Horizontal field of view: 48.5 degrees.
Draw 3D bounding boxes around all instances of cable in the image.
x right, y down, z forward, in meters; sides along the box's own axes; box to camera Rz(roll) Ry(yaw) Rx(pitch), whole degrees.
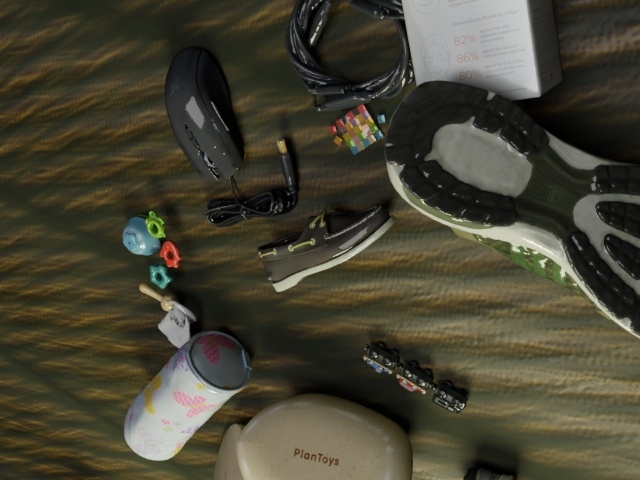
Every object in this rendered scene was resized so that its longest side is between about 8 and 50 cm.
[{"bbox_3d":[0.043,-0.237,0.841,0.184,0.047,0.151,-8,100,38],"label":"cable"}]

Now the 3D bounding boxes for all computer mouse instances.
[{"bbox_3d":[-0.131,-0.139,0.979,0.184,0.060,0.262,-2,108,35],"label":"computer mouse"}]

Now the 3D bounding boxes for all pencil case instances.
[{"bbox_3d":[-0.222,0.260,1.170,0.124,0.114,0.273,21,131,-25],"label":"pencil case"}]

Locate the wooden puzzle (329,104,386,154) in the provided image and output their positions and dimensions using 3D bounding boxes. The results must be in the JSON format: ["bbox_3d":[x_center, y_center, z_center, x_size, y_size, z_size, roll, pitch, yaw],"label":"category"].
[{"bbox_3d":[0.048,-0.140,0.895,0.083,0.006,0.049,-30,92,38],"label":"wooden puzzle"}]

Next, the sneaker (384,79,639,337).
[{"bbox_3d":[0.247,-0.022,0.754,0.410,0.182,0.158,32,86,-1],"label":"sneaker"}]

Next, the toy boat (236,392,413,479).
[{"bbox_3d":[-0.015,0.384,1.021,0.267,0.148,0.318,12,73,24],"label":"toy boat"}]

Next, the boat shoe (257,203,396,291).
[{"bbox_3d":[0.000,0.000,0.938,0.227,0.081,0.069,-29,96,40],"label":"boat shoe"}]

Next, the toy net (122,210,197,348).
[{"bbox_3d":[-0.243,0.064,1.151,0.122,0.045,0.232,-16,102,35],"label":"toy net"}]

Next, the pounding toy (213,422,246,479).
[{"bbox_3d":[-0.108,0.425,1.160,0.183,0.110,0.237,163,118,-69],"label":"pounding toy"}]

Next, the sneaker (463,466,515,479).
[{"bbox_3d":[0.210,0.379,0.974,0.074,0.063,0.170,22,115,24],"label":"sneaker"}]

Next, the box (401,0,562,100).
[{"bbox_3d":[0.164,-0.230,0.728,0.130,0.091,0.171,-1,109,34],"label":"box"}]

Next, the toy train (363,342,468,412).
[{"bbox_3d":[0.126,0.188,0.971,0.158,0.027,0.036,28,133,20],"label":"toy train"}]
